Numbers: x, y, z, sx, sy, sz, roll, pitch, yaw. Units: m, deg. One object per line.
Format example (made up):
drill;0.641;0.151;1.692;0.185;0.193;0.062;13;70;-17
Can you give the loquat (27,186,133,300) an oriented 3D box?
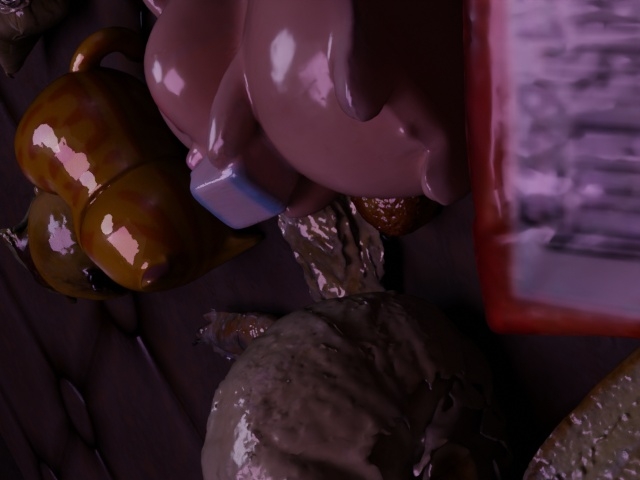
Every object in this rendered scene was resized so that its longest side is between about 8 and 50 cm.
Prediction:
loquat;-0.276;-0.016;1.159;0.204;0.149;0.172;56;148;31

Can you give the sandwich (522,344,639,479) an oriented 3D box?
sandwich;0.192;0.169;0.628;0.094;0.096;0.258;37;141;31

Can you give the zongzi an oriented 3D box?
zongzi;-0.360;-0.260;1.164;0.194;0.099;0.197;41;139;45

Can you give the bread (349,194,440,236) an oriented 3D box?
bread;0.051;-0.043;0.730;0.085;0.053;0.085;36;138;41

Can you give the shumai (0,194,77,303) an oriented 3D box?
shumai;-0.360;-0.003;1.303;0.184;0.142;0.184;31;133;40

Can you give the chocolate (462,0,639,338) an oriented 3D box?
chocolate;0.155;-0.105;0.373;0.108;0.235;0.237;13;121;38

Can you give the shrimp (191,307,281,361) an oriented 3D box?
shrimp;-0.071;0.130;1.049;0.223;0.047;0.126;1;121;55

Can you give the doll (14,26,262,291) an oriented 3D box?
doll;-0.198;-0.062;1.002;0.269;0.166;0.162;55;149;13

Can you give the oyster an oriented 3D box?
oyster;0.006;0.007;0.820;0.133;0.072;0.209;34;138;46

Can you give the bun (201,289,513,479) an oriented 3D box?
bun;0.042;0.172;0.715;0.152;0.259;0.259;8;117;50

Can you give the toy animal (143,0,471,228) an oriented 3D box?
toy animal;-0.010;-0.107;0.638;0.256;0.213;0.195;-10;143;41
